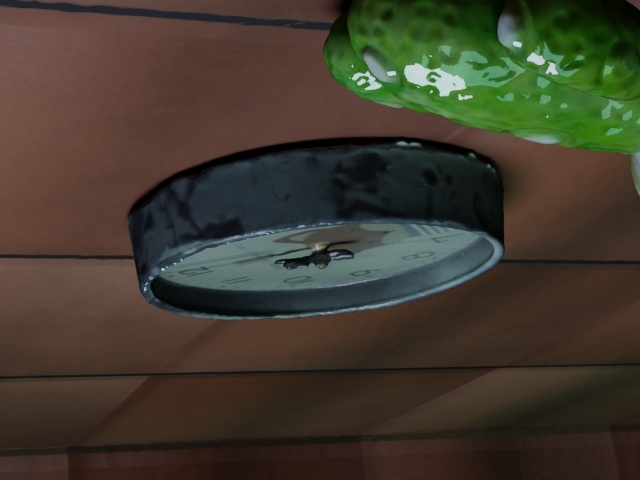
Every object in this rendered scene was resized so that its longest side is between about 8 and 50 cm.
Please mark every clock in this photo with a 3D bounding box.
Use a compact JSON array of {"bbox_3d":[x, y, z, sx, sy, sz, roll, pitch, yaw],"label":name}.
[{"bbox_3d":[0.000,0.000,1.288,0.325,0.067,0.325,-6,164,-2],"label":"clock"}]

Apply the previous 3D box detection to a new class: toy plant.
[{"bbox_3d":[0.165,-0.093,0.879,0.315,0.185,0.224,9,178,-14],"label":"toy plant"}]
